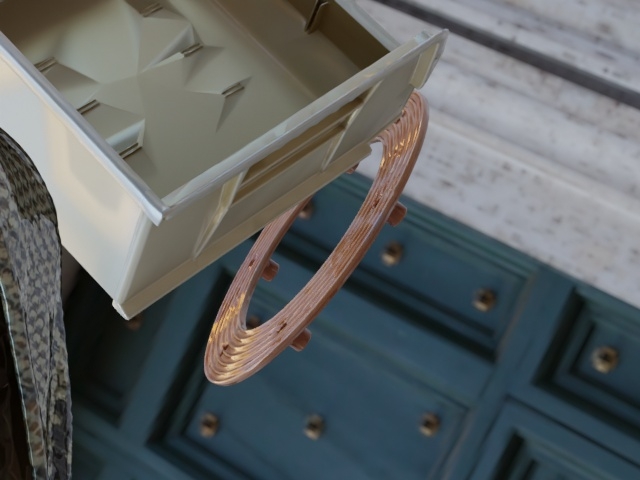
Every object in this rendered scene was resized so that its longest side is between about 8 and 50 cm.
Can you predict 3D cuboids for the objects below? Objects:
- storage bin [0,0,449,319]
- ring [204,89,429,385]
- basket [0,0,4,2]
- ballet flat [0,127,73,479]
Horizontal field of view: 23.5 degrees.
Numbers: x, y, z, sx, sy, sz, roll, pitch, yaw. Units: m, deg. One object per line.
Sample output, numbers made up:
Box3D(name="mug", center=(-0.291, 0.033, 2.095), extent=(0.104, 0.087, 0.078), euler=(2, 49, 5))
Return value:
Box3D(name="storage bin", center=(-0.100, -0.132, 0.935), extent=(0.260, 0.262, 0.123), euler=(-36, -17, -35))
Box3D(name="ring", center=(0.000, 0.000, 1.457), extent=(0.336, 0.032, 0.336), euler=(-49, 16, 20))
Box3D(name="basket", center=(-0.183, -0.259, 0.653), extent=(0.223, 0.299, 0.213), euler=(-41, -11, -9))
Box3D(name="ballet flat", center=(-0.168, 0.172, 0.623), extent=(0.182, 0.164, 0.483), euler=(99, 166, -87))
